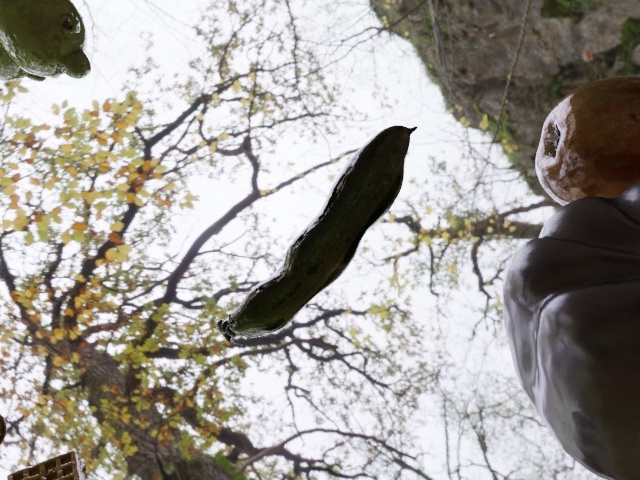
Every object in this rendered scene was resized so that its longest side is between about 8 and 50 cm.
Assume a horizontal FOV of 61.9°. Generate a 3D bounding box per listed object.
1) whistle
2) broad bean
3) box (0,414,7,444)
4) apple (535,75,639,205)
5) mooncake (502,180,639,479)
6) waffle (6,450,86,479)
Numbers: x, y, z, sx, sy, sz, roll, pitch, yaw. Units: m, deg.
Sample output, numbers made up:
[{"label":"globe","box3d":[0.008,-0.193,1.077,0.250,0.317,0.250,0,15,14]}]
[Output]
[{"label":"whistle","box3d":[-0.409,-0.274,0.709,0.106,0.289,0.131,-50,-45,-40]},{"label":"broad bean","box3d":[0.002,0.003,0.459,0.254,0.065,0.046,-50,-44,7]},{"label":"box","box3d":[-0.442,0.207,0.588,0.111,0.111,0.177,-57,-35,-26]},{"label":"apple","box3d":[0.384,-0.120,0.700,0.174,0.188,0.188,6,-95,-1]},{"label":"mooncake","box3d":[0.306,0.056,0.428,0.306,0.306,0.154,-40,-56,-35]},{"label":"waffle","box3d":[-0.375,0.369,0.736,0.103,0.148,0.042,-14,-60,-23]}]
